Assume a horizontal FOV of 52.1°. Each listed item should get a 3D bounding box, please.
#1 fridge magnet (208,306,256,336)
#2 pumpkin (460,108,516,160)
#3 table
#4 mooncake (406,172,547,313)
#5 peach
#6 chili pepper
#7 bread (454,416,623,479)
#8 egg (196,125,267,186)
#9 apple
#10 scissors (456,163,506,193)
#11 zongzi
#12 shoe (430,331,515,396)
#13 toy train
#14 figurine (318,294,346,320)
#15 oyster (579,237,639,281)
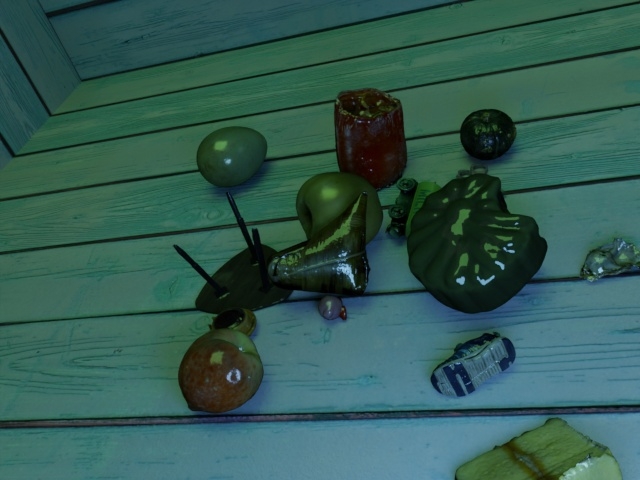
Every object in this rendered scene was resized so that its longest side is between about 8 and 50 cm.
[{"bbox_3d":[-0.249,0.240,1.841,0.142,0.063,0.143,-14,34,10],"label":"fridge magnet"},{"bbox_3d":[0.550,-0.351,2.152,0.190,0.146,0.191,-4,60,7],"label":"pumpkin"},{"bbox_3d":[-0.241,0.038,1.935,0.317,0.249,0.317,-12,38,10],"label":"table"},{"bbox_3d":[0.381,0.005,1.670,0.351,0.187,0.352,-18,55,29],"label":"mooncake"},{"bbox_3d":[-0.255,0.339,1.637,0.232,0.233,0.233,-12,38,10],"label":"peach"},{"bbox_3d":[0.171,-0.340,2.187,0.251,0.306,0.229,-12,42,-6],"label":"chili pepper"},{"bbox_3d":[0.391,0.435,1.221,0.263,0.199,0.236,-25,31,-4],"label":"bread"},{"bbox_3d":[-0.324,-0.320,2.450,0.218,0.219,0.295,20,40,40],"label":"egg"},{"bbox_3d":[0.054,-0.089,1.962,0.262,0.263,0.262,-12,38,10],"label":"apple"},{"bbox_3d":[0.519,-0.188,2.066,0.110,0.021,0.212,-25,37,-11],"label":"scissors"},{"bbox_3d":[0.000,0.000,1.798,0.285,0.289,0.134,4,5,1],"label":"zongzi"},{"bbox_3d":[0.347,0.282,1.519,0.207,0.092,0.106,-29,16,-6],"label":"shoe"},{"bbox_3d":[0.292,-0.095,2.000,0.157,0.105,0.253,10,44,14],"label":"toy train"},{"bbox_3d":[0.028,0.182,1.788,0.071,0.067,0.083,-5,18,-14],"label":"figurine"},{"bbox_3d":[0.730,0.049,1.653,0.165,0.053,0.109,-12,56,-1],"label":"oyster"}]
